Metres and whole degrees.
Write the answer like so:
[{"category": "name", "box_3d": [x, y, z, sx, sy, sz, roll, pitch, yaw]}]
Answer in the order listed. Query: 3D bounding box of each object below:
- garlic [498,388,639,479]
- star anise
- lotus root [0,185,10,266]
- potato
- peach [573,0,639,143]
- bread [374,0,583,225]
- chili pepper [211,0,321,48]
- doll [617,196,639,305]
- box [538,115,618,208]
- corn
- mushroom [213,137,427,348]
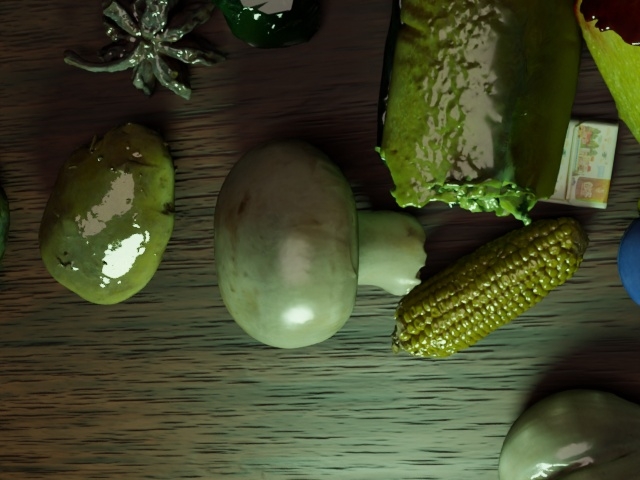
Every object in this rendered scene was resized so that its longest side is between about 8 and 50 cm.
[{"category": "garlic", "box_3d": [0.365, 0.375, 1.584, 0.246, 0.231, 0.340, -9, 136, -29]}, {"category": "star anise", "box_3d": [-0.250, -0.280, 1.505, 0.231, 0.089, 0.209, -38, 105, 24]}, {"category": "lotus root", "box_3d": [-0.571, 0.009, 1.659, 0.152, 0.160, 0.275, 25, 114, 15]}, {"category": "potato", "box_3d": [-0.311, -0.039, 1.588, 0.192, 0.141, 0.296, 26, 112, 0]}, {"category": "peach", "box_3d": [0.481, -0.202, 1.188, 0.310, 0.335, 0.406, -32, 90, 9]}, {"category": "bread", "box_3d": [0.199, -0.216, 1.351, 0.251, 0.208, 0.376, 11, 100, 6]}, {"category": "chili pepper", "box_3d": [-0.100, -0.365, 1.420, 0.148, 0.116, 0.264, -33, 104, 0]}, {"category": "doll", "box_3d": [0.495, -0.028, 1.388, 0.243, 0.159, 0.311, -16, 96, 21]}, {"category": "box", "box_3d": [0.287, -0.115, 1.470, 0.220, 0.032, 0.122, 8, 110, 11]}, {"category": "corn", "box_3d": [0.231, 0.070, 1.509, 0.322, 0.119, 0.119, -33, 100, 22]}, {"category": "mushroom", "box_3d": [0.000, 0.000, 1.470, 0.290, 0.297, 0.297, -3, 112, -14]}]
